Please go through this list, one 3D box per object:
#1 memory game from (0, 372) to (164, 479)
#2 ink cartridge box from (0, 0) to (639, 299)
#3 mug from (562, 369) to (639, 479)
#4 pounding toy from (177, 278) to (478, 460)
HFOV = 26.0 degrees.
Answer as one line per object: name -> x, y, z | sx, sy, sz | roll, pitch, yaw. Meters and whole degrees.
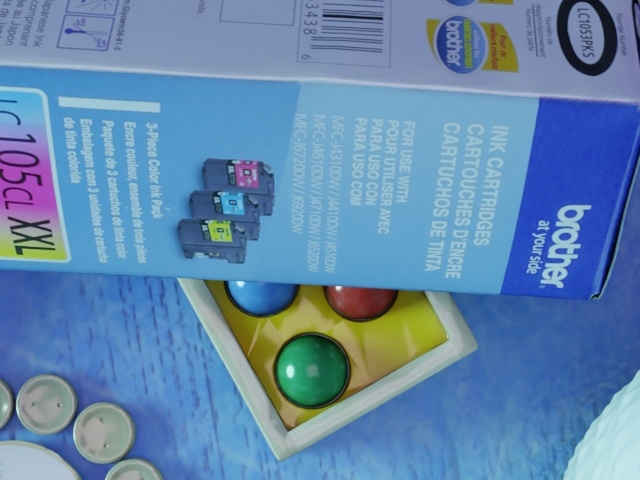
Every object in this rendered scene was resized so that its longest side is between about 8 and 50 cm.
memory game -> -0.181, 0.168, 0.817 | 0.186, 0.012, 0.186 | 0, 85, 0
ink cartridge box -> 0.015, -0.118, 0.723 | 0.395, 0.151, 0.270 | 2, 50, 1
mug -> 0.200, 0.182, 0.646 | 0.374, 0.328, 0.276 | -24, 82, -10
pounding toy -> 0.005, -0.010, 0.795 | 0.181, 0.094, 0.206 | -29, 86, -3
